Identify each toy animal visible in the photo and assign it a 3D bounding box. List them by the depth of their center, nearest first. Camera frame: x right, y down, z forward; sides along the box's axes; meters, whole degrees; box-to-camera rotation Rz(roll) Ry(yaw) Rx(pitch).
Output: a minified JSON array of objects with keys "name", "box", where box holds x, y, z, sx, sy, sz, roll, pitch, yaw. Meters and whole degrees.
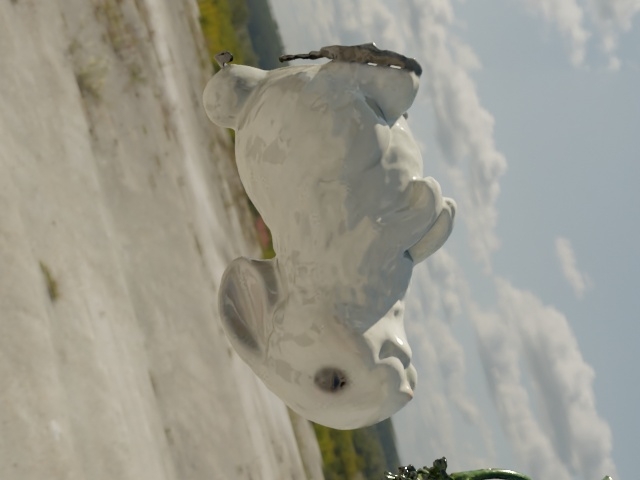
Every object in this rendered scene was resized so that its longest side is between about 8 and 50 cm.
[{"name":"toy animal","box":[0.000,0.000,1.059,0.194,0.257,0.357,64,32,-72]}]

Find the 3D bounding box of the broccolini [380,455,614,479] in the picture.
[{"name":"broccolini","box":[0.097,0.146,0.622,0.074,0.201,0.058,-32,-110,47]}]
